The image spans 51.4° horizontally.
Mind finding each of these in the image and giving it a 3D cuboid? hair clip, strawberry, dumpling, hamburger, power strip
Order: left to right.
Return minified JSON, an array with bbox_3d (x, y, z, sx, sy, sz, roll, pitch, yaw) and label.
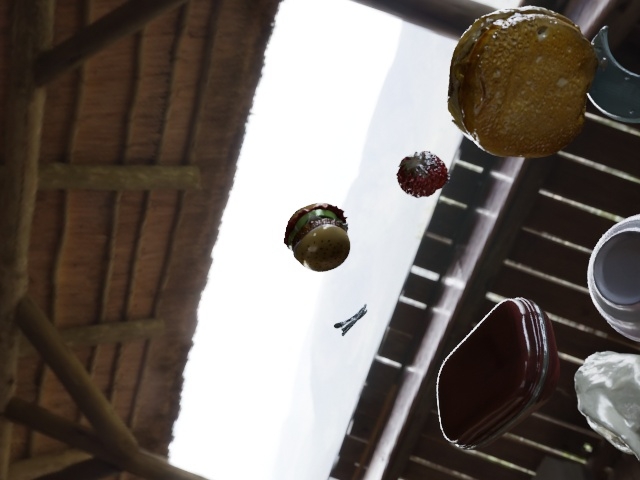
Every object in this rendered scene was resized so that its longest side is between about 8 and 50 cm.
[{"bbox_3d":[-0.003,0.002,1.624,0.175,0.175,0.137,106,154,-42],"label":"hamburger"},{"bbox_3d":[0.082,0.203,1.742,0.115,0.039,0.030,-35,-42,-35],"label":"hair clip"},{"bbox_3d":[0.274,-0.184,1.799,0.086,0.145,0.145,63,-143,-41],"label":"strawberry"},{"bbox_3d":[0.409,-0.314,1.330,0.170,0.314,0.289,-117,32,-63],"label":"hamburger"},{"bbox_3d":[0.477,0.253,1.035,0.250,0.162,0.132,-76,12,-56],"label":"dumpling"},{"bbox_3d":[0.647,-0.319,1.346,0.054,0.253,0.167,-2,-58,-57],"label":"power strip"}]

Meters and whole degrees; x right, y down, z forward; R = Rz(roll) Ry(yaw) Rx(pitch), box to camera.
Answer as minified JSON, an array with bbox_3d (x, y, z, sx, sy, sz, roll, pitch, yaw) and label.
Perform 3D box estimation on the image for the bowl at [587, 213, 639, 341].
[{"bbox_3d":[0.672,0.068,1.371,0.287,0.144,0.287,-28,55,50],"label":"bowl"}]

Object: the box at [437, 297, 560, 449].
[{"bbox_3d":[0.394,0.309,1.512,0.404,0.108,0.263,119,161,-48],"label":"box"}]
